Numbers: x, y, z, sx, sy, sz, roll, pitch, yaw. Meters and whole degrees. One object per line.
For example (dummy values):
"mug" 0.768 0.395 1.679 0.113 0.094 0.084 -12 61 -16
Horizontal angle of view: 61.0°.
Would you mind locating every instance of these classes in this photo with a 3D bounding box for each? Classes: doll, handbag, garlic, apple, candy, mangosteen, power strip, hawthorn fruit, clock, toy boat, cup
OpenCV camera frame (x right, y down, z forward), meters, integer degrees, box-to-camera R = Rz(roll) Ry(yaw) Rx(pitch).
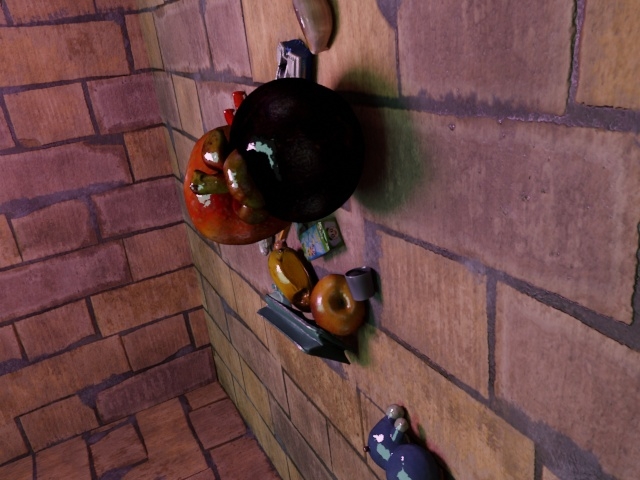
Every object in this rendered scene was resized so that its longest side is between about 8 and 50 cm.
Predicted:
"doll" -0.276 -0.363 2.058 0.188 0.099 0.384 -34 71 58
"doll" 0.243 0.631 1.562 0.258 0.154 0.228 37 135 42
"handbag" -0.052 0.302 1.825 0.326 0.238 0.089 26 85 46
"garlic" -0.034 -0.591 1.396 0.198 0.090 0.128 64 167 8
"apple" 0.049 0.201 1.684 0.173 0.160 0.195 90 166 -82
"candy" 0.000 0.000 1.738 0.194 0.062 0.097 -30 77 66
"mangosteen" -0.104 -0.215 1.361 0.382 0.435 0.382 40 137 51
"power strip" -0.138 -0.060 2.034 0.049 0.028 0.178 63 154 22
"hawthorn fruit" -0.245 -0.158 1.751 0.403 0.402 0.403 45 144 46
"clock" -0.174 0.279 2.299 0.148 0.060 0.189 18 121 62
"toy boat" -0.082 -0.054 1.928 0.122 0.034 0.096 -121 26 -46
"doll" -0.235 -0.031 2.214 0.103 0.071 0.214 -114 13 -44
"toy boat" -0.085 -0.427 1.602 0.129 0.088 0.295 51 148 40
"cup" 0.117 0.121 1.569 0.100 0.078 0.077 -70 -34 -72

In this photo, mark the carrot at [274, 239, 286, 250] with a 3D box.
"carrot" -0.155 0.088 2.157 0.048 0.048 0.216 47 150 44

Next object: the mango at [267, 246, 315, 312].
"mango" -0.096 0.143 1.960 0.262 0.130 0.167 58 168 18
